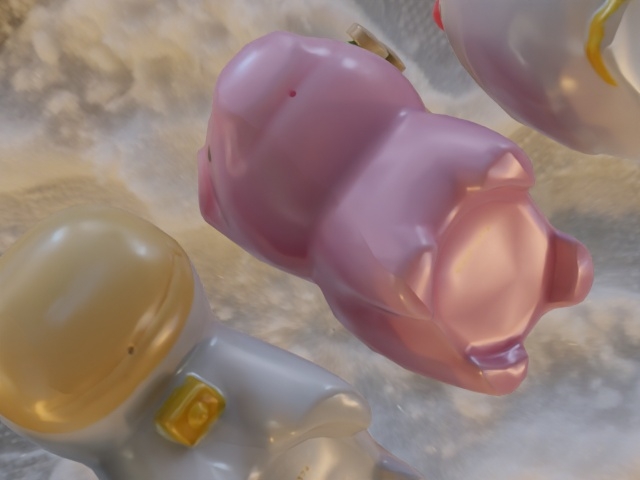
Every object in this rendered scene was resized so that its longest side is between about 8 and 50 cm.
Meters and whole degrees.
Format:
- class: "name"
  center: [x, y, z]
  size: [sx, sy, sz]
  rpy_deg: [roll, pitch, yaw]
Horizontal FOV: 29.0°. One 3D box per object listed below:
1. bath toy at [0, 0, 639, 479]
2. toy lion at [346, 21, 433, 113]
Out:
- class: "bath toy"
  center: [0.000, 0.000, 0.413]
  size: [0.348, 0.129, 0.151]
  rpy_deg: [-47, 123, -17]
- class: "toy lion"
  center: [0.049, -0.067, 0.653]
  size: [0.096, 0.100, 0.034]
  rpy_deg: [44, 99, 9]
